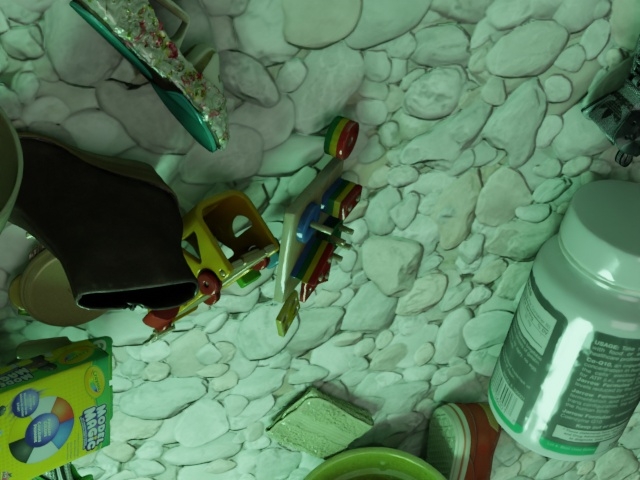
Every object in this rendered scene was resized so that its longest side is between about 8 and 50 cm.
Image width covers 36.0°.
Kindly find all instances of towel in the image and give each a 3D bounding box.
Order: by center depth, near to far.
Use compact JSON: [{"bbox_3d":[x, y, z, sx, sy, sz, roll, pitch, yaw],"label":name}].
[{"bbox_3d":[0.000,0.273,1.444,0.110,0.027,0.148,-44,131,18],"label":"towel"}]

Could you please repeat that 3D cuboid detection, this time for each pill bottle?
[{"bbox_3d":[0.369,0.112,1.335,0.204,0.204,0.361,-4,130,-19],"label":"pill bottle"}]

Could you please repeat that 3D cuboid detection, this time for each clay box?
[{"bbox_3d":[-0.318,0.198,1.114,0.222,0.053,0.127,-18,121,-41],"label":"clay box"}]

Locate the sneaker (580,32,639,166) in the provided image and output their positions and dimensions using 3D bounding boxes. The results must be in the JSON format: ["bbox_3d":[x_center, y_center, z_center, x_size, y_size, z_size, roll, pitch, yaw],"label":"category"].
[{"bbox_3d":[0.384,-0.191,1.150,0.153,0.101,0.268,-30,136,1],"label":"sneaker"}]

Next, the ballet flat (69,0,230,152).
[{"bbox_3d":[-0.144,-0.180,0.964,0.077,0.091,0.241,-49,137,-8],"label":"ballet flat"}]

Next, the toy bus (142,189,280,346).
[{"bbox_3d":[-0.147,0.024,1.115,0.202,0.104,0.191,-31,176,-6],"label":"toy bus"}]

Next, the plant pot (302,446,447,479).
[{"bbox_3d":[0.086,0.491,1.517,0.276,0.276,0.254,-18,150,-7],"label":"plant pot"}]

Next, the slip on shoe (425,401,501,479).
[{"bbox_3d":[0.221,0.388,1.577,0.101,0.123,0.331,-9,127,-20],"label":"slip on shoe"}]

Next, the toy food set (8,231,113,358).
[{"bbox_3d":[-0.289,0.045,1.130,0.133,0.038,0.192,-3,125,-29],"label":"toy food set"}]

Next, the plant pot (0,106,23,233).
[{"bbox_3d":[-0.421,-0.019,0.863,0.284,0.284,0.191,4,136,-25],"label":"plant pot"}]

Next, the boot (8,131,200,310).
[{"bbox_3d":[-0.253,-0.016,0.968,0.249,0.206,0.090,1,128,-23],"label":"boot"}]

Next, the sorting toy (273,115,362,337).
[{"bbox_3d":[0.000,0.000,1.141,0.046,0.132,0.274,22,130,15],"label":"sorting toy"}]

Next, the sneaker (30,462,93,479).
[{"bbox_3d":[-0.392,0.229,1.203,0.146,0.134,0.343,-45,135,-34],"label":"sneaker"}]
